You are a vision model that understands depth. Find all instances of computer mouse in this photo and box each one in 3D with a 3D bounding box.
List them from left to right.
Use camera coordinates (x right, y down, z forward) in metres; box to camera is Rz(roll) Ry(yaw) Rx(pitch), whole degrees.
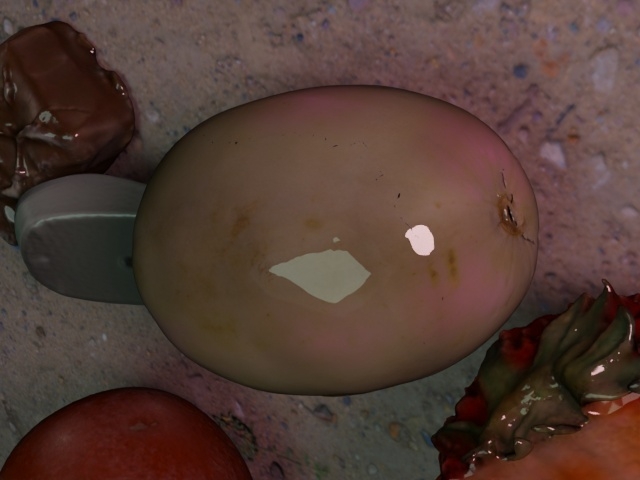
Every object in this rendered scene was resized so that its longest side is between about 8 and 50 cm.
[{"bbox_3d":[-0.176,-0.002,0.964,0.231,0.079,0.128,6,136,6],"label":"computer mouse"}]

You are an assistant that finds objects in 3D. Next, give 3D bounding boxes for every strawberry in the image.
[{"bbox_3d":[0.224,0.139,0.688,0.280,0.150,0.253,28,124,-15],"label":"strawberry"}]

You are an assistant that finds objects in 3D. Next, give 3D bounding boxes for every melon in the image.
[{"bbox_3d":[0.000,0.000,0.739,0.317,0.223,0.223,-8,106,43],"label":"melon"}]

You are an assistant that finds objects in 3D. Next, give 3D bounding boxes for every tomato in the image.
[{"bbox_3d":[-0.192,0.266,1.011,0.265,0.265,0.264,18,122,32],"label":"tomato"}]

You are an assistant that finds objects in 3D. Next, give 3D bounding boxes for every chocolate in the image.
[{"bbox_3d":[-0.281,-0.101,1.008,0.148,0.093,0.214,49,133,7],"label":"chocolate"}]
